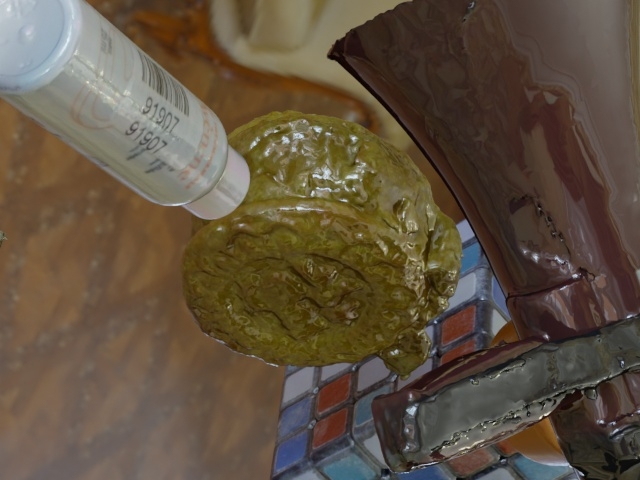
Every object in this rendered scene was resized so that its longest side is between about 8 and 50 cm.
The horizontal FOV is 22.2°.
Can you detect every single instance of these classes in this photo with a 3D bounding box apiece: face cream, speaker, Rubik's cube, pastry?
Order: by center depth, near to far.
[{"bbox_3d":[0.132,0.000,0.894,0.259,0.198,0.330,0,70,-70],"label":"speaker"},{"bbox_3d":[-0.126,-0.082,1.084,0.082,0.082,0.269,-65,150,-7],"label":"face cream"},{"bbox_3d":[0.000,0.000,1.406,0.240,0.235,0.132,107,-11,-51],"label":"pastry"},{"bbox_3d":[0.147,0.198,1.793,0.292,0.287,0.293,-31,-153,25],"label":"Rubik's cube"}]

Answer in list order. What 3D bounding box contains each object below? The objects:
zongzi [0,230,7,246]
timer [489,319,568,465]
[{"bbox_3d":[-0.267,0.099,1.133,0.178,0.081,0.189,-50,161,-28],"label":"zongzi"},{"bbox_3d":[0.157,0.118,1.251,0.152,0.132,0.132,-25,-157,52],"label":"timer"}]
